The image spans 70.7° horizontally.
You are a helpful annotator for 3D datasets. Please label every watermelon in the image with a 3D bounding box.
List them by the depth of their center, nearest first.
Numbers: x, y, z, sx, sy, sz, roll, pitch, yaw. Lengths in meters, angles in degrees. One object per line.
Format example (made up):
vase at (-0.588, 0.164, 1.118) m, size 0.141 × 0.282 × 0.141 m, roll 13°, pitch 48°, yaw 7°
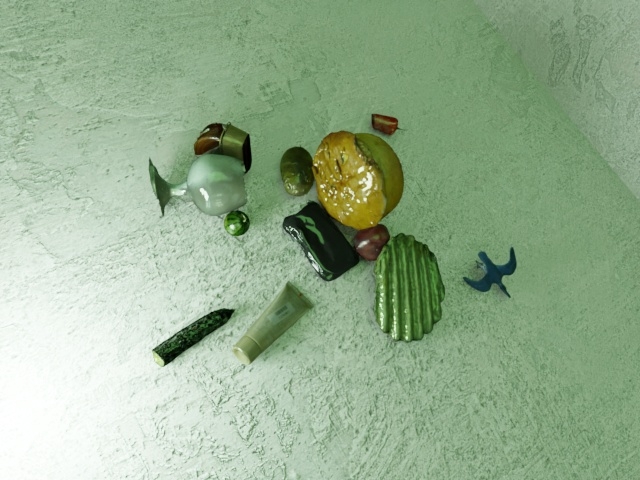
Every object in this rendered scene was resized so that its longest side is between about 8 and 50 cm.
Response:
watermelon at (-0.310, -0.064, 1.690) m, size 0.108 × 0.109 × 0.109 m, roll 8°, pitch 63°, yaw -15°

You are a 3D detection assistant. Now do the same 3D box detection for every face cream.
face cream at (-0.167, 0.291, 1.592) m, size 0.137 × 0.084 × 0.341 m, roll 44°, pitch 52°, yaw 3°

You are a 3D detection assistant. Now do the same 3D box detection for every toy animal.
toy animal at (0.745, 0.136, 1.927) m, size 0.255 × 0.239 × 0.176 m, roll 39°, pitch 15°, yaw -45°

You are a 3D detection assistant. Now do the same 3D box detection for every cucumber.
cucumber at (-0.416, 0.308, 1.497) m, size 0.300 × 0.072 × 0.072 m, roll -33°, pitch 79°, yaw -28°

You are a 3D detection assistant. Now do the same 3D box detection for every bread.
bread at (-0.376, -0.347, 1.739) m, size 0.211 × 0.224 × 0.143 m, roll 11°, pitch 55°, yaw 3°
bread at (0.141, -0.240, 1.760) m, size 0.215 × 0.398 × 0.398 m, roll -23°, pitch 74°, yaw -36°

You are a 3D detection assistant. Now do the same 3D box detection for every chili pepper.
chili pepper at (0.330, -0.550, 2.154) m, size 0.191 × 0.084 × 0.086 m, roll 11°, pitch 79°, yaw -8°

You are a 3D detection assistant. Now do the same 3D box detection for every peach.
peach at (0.205, 0.011, 1.814) m, size 0.151 × 0.152 × 0.152 m, roll 8°, pitch 63°, yaw -15°

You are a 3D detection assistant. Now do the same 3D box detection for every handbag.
handbag at (-0.002, -0.002, 1.782) m, size 0.191 × 0.075 × 0.332 m, roll -32°, pitch 78°, yaw -29°

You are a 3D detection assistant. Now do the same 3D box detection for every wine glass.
wine glass at (-0.432, -0.200, 1.631) m, size 0.322 × 0.238 × 0.238 m, roll -9°, pitch 69°, yaw -15°

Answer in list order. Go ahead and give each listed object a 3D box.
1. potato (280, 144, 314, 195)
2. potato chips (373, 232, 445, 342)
potato at (-0.094, -0.293, 1.867) m, size 0.149 × 0.113 × 0.252 m, roll 12°, pitch 63°, yaw -15°
potato chips at (0.358, 0.187, 1.789) m, size 0.358 × 0.070 × 0.430 m, roll 7°, pitch 76°, yaw -30°
